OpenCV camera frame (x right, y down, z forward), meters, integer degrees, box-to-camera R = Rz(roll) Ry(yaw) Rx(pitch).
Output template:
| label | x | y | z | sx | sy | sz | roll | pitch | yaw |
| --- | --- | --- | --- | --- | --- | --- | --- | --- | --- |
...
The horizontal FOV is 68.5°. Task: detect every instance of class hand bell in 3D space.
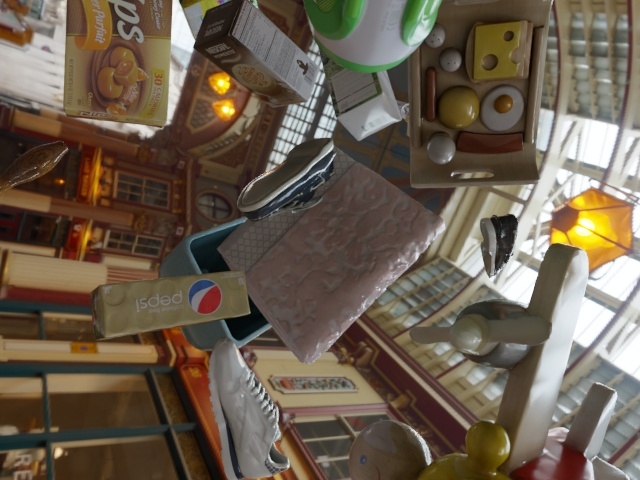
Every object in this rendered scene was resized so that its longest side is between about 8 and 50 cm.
| label | x | y | z | sx | sy | sz | roll | pitch | yaw |
| --- | --- | --- | --- | --- | --- | --- | --- | --- | --- |
| hand bell | -0.470 | -0.072 | 0.673 | 0.126 | 0.126 | 0.242 | -9 | -147 | 53 |

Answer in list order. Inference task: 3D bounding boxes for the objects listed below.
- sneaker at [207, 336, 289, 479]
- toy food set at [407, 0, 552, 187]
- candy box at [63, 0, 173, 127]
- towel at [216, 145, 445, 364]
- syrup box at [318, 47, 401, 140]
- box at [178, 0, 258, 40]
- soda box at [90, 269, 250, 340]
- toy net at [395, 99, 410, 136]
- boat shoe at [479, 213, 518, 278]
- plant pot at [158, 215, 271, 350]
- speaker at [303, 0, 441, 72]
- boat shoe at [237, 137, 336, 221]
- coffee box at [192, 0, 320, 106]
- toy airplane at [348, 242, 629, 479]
| label | x | y | z | sx | sy | sz | roll | pitch | yaw |
| --- | --- | --- | --- | --- | --- | --- | --- | --- | --- |
| sneaker | -0.114 | 0.262 | 0.743 | 0.090 | 0.094 | 0.235 | -58 | 137 | -77 |
| toy food set | 0.252 | -0.235 | 0.761 | 0.092 | 0.219 | 0.306 | -70 | 156 | -58 |
| candy box | -0.385 | -0.391 | 0.903 | 0.087 | 0.182 | 0.317 | 7 | -85 | 64 |
| towel | 0.000 | 0.000 | 0.856 | 0.332 | 0.053 | 0.317 | -45 | -124 | -2 |
| syrup box | 0.064 | -0.317 | 0.864 | 0.093 | 0.096 | 0.237 | -22 | -116 | 23 |
| box | -0.242 | -0.564 | 1.144 | 0.043 | 0.179 | 0.105 | 60 | -9 | 28 |
| soda box | -0.184 | 0.078 | 0.589 | 0.058 | 0.181 | 0.061 | -21 | -104 | 52 |
| toy net | 0.338 | -0.403 | 1.610 | 0.122 | 0.045 | 0.232 | -42 | -92 | 18 |
| boat shoe | 0.522 | 0.023 | 1.369 | 0.091 | 0.302 | 0.115 | -15 | -117 | 10 |
| plant pot | -0.232 | 0.111 | 1.100 | 0.252 | 0.247 | 0.248 | -25 | -90 | 42 |
| speaker | 0.054 | -0.242 | 0.314 | 0.296 | 0.131 | 0.131 | 108 | -16 | -76 |
| boat shoe | -0.043 | -0.089 | 0.755 | 0.095 | 0.254 | 0.079 | -3 | -61 | 25 |
| coffee box | -0.138 | -0.410 | 1.054 | 0.141 | 0.246 | 0.098 | 7 | -105 | 44 |
| toy airplane | 0.165 | 0.245 | 0.462 | 0.272 | 0.385 | 0.386 | 15 | -124 | 26 |
